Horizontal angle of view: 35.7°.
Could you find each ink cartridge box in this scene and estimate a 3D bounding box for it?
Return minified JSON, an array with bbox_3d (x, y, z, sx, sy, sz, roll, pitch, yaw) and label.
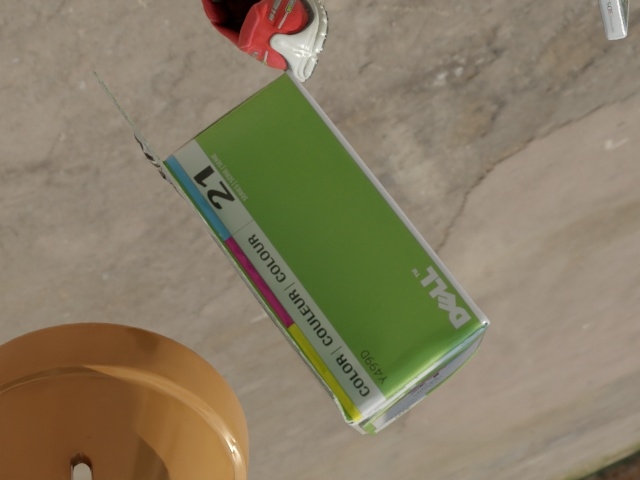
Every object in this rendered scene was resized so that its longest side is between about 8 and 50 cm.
[{"bbox_3d":[0.000,0.000,0.537,0.097,0.189,0.255,-36,166,-4],"label":"ink cartridge box"}]

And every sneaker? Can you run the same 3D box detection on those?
[{"bbox_3d":[-0.082,-0.277,1.105,0.118,0.279,0.107,13,115,-30],"label":"sneaker"}]

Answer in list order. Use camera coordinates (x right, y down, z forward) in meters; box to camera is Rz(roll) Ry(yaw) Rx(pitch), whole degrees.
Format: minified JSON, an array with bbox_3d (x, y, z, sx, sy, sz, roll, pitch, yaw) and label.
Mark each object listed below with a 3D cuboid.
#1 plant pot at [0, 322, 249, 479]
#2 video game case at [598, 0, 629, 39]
[{"bbox_3d":[-0.202,0.246,0.868,0.290,0.203,0.291,-3,119,-6],"label":"plant pot"},{"bbox_3d":[0.263,-0.309,0.915,0.022,0.190,0.173,-6,132,25],"label":"video game case"}]
